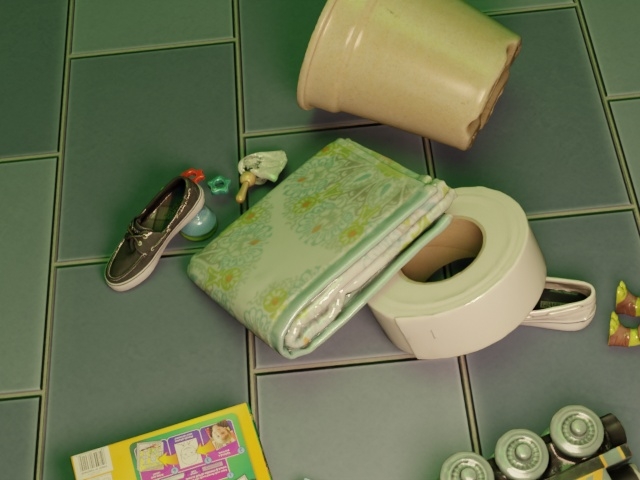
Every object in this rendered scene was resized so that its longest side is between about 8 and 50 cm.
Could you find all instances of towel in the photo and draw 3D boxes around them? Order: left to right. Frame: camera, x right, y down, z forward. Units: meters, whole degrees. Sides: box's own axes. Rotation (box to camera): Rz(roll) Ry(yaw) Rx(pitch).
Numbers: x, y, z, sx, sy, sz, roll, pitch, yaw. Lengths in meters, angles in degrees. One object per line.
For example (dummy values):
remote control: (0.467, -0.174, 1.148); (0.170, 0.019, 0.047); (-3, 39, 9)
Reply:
towel: (0.000, 0.000, 1.957); (0.374, 0.090, 0.320); (-40, 34, -13)

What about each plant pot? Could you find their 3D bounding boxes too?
plant pot: (0.169, -0.316, 2.137); (0.305, 0.334, 0.333); (27, 60, 9)

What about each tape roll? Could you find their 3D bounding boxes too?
tape roll: (0.203, 0.047, 1.912); (0.286, 0.100, 0.286); (-18, 39, 15)

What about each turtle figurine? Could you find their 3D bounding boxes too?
turtle figurine: (0.567, 0.122, 1.898); (0.217, 0.087, 0.269); (10, 64, 21)

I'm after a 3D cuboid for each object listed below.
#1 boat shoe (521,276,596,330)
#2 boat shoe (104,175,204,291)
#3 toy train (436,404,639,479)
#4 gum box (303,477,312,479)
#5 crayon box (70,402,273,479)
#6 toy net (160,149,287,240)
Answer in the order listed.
boat shoe: (0.308, 0.088, 1.946); (0.258, 0.084, 0.095); (-2, 54, 4)
boat shoe: (-0.286, -0.017, 2.050); (0.228, 0.076, 0.080); (-46, 61, -5)
toy train: (0.301, 0.366, 1.723); (0.334, 0.142, 0.190); (-21, 67, -12)
gum box: (0.015, 0.448, 1.736); (0.157, 0.041, 0.184); (16, 57, 15)
crayon box: (-0.211, 0.362, 1.793); (0.279, 0.081, 0.165); (-16, 55, -7)
toy net: (-0.164, -0.096, 2.149); (0.232, 0.045, 0.122); (-32, 56, -19)
